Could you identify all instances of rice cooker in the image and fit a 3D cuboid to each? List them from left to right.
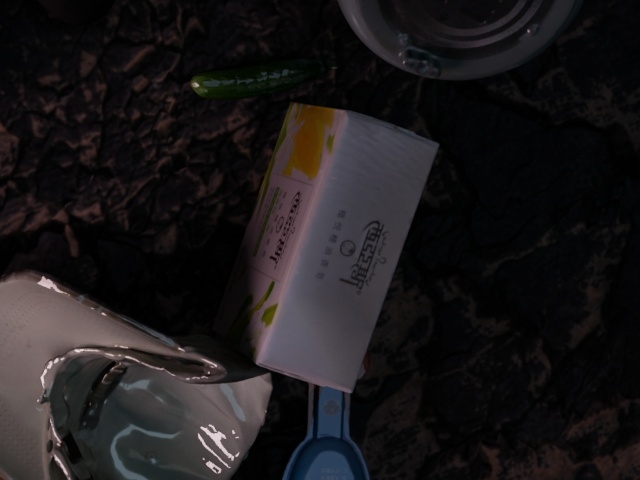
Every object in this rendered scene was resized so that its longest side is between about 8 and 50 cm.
[{"bbox_3d":[0.125,-0.314,1.531,0.264,0.316,0.316,-7,101,2],"label":"rice cooker"}]

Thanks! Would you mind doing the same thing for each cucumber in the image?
[{"bbox_3d":[-0.059,-0.165,1.622,0.155,0.037,0.037,-10,101,-15],"label":"cucumber"}]

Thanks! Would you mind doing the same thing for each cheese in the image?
[{"bbox_3d":[0.008,0.226,1.704,0.106,0.037,0.256,3,90,-12],"label":"cheese"}]

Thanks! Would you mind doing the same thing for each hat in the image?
[{"bbox_3d":[-0.215,0.153,1.580,0.301,0.168,0.258,36,105,3],"label":"hat"}]

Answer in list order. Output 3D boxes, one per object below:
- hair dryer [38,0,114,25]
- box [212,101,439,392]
[{"bbox_3d":[-0.146,-0.390,1.483,0.320,0.284,0.156,-29,143,17],"label":"hair dryer"},{"bbox_3d":[0.000,0.000,1.582,0.111,0.194,0.260,21,90,-19],"label":"box"}]
